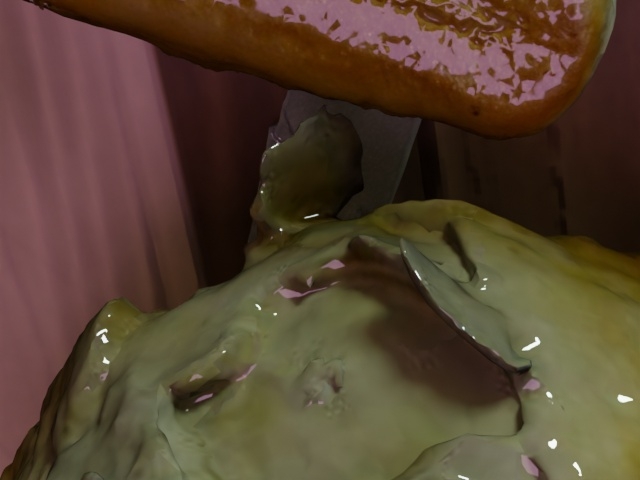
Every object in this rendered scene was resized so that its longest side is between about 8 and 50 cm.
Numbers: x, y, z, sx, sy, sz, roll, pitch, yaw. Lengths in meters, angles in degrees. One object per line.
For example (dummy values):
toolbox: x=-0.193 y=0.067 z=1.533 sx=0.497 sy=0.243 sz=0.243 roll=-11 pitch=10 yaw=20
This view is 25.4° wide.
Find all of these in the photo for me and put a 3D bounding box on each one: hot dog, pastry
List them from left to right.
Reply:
hot dog: x=-0.063 y=-0.101 z=0.362 sx=0.285 sy=0.061 sz=0.088 roll=22 pitch=127 yaw=-3
pastry: x=0.031 y=0.131 z=0.434 sx=0.329 sy=0.136 sz=0.330 roll=-2 pitch=134 yaw=-2

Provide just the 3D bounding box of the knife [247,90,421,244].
knife: x=-0.001 y=0.001 z=0.446 sx=0.047 sy=0.017 sz=0.298 roll=20 pitch=123 yaw=7
